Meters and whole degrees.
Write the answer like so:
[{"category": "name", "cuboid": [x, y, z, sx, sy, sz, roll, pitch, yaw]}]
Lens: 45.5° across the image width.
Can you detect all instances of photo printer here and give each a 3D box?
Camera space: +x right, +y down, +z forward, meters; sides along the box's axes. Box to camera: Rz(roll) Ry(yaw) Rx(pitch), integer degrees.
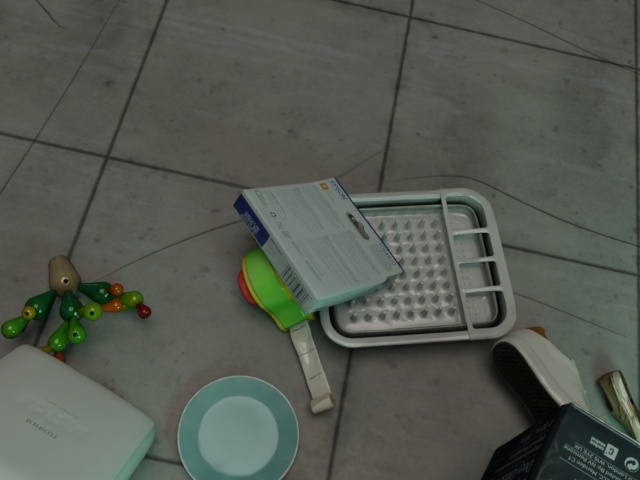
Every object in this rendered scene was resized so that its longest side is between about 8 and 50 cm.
[{"category": "photo printer", "cuboid": [-0.382, 0.279, 1.004, 0.256, 0.307, 0.107, 31, 106, 0]}]

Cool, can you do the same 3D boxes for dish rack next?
[{"category": "dish rack", "cuboid": [0.150, 0.052, 1.319, 0.333, 0.072, 0.285, -3, 65, -9]}]

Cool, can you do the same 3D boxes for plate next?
[{"category": "plate", "cuboid": [-0.127, 0.302, 1.183, 0.188, 0.024, 0.188, 3, 64, -6]}]

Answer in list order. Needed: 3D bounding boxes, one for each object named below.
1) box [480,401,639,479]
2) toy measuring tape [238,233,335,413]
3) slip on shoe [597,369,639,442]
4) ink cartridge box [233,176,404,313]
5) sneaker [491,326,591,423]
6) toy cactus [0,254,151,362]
[{"category": "box", "cuboid": [0.286, 0.462, 1.006, 0.212, 0.293, 0.395, 31, 63, 9]}, {"category": "toy measuring tape", "cuboid": [-0.058, 0.113, 1.228, 0.121, 0.121, 0.330, -12, 64, -13]}, {"category": "slip on shoe", "cuboid": [0.503, 0.285, 1.268, 0.041, 0.051, 0.135, -25, 73, 24]}, {"category": "ink cartridge box", "cuboid": [0.000, 0.000, 1.241, 0.224, 0.045, 0.223, -12, 60, -46]}, {"category": "sneaker", "cuboid": [0.403, 0.264, 1.228, 0.123, 0.106, 0.290, -21, 77, -38]}, {"category": "toy cactus", "cuboid": [-0.395, 0.100, 1.222, 0.219, 0.112, 0.180, -20, 49, -14]}]
